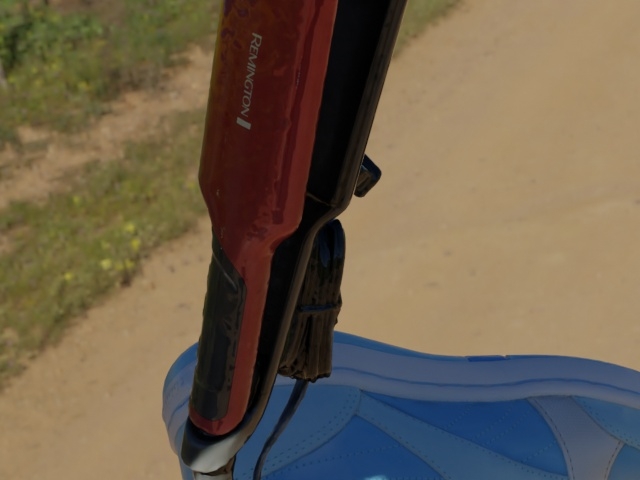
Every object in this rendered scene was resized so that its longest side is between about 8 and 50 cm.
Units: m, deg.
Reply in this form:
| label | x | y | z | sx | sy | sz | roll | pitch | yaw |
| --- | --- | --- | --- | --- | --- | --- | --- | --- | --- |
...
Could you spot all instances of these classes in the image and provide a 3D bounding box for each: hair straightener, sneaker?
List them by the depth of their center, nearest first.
| label | x | y | z | sx | sy | sz | roll | pitch | yaw |
| --- | --- | --- | --- | --- | --- | --- | --- | --- | --- |
| hair straightener | 0.000 | 0.000 | 0.427 | 0.047 | 0.230 | 0.089 | 23 | 30 | 31 |
| sneaker | 0.077 | 0.165 | 0.650 | 0.319 | 0.127 | 0.208 | 7 | 49 | -18 |
